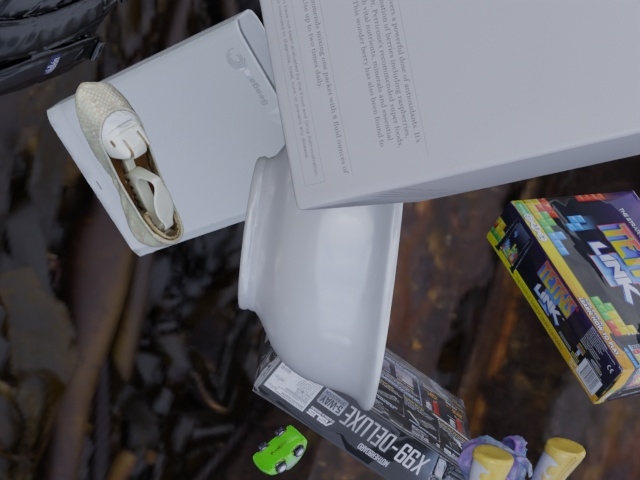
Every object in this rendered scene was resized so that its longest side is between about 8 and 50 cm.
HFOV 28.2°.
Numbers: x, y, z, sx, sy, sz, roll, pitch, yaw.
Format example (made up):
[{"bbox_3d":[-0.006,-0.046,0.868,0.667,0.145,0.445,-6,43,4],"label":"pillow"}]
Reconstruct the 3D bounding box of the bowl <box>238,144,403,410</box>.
[{"bbox_3d":[0.000,0.000,1.165,0.298,0.134,0.297,7,90,-89],"label":"bowl"}]

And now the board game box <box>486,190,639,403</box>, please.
[{"bbox_3d":[0.233,0.040,1.008,0.141,0.170,0.048,-7,143,-33],"label":"board game box"}]

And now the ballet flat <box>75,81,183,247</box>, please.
[{"bbox_3d":[-0.164,-0.069,1.136,0.057,0.052,0.168,-39,119,-31],"label":"ballet flat"}]

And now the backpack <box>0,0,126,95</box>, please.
[{"bbox_3d":[-0.429,-0.277,1.491,0.273,0.290,0.355,42,48,0],"label":"backpack"}]

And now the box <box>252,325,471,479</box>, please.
[{"bbox_3d":[0.061,0.203,1.677,0.307,0.242,0.076,35,105,-11],"label":"box"}]

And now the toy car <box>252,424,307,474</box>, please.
[{"bbox_3d":[-0.025,0.340,2.266,0.225,0.239,0.053,-38,148,-20],"label":"toy car"}]

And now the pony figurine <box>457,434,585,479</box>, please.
[{"bbox_3d":[0.211,0.401,1.429,0.303,0.351,0.363,-31,135,-63],"label":"pony figurine"}]

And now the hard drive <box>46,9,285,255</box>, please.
[{"bbox_3d":[-0.142,-0.107,1.388,0.203,0.308,0.040,59,41,-16],"label":"hard drive"}]

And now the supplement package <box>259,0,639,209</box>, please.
[{"bbox_3d":[0.135,-0.132,0.770,0.175,0.293,0.177,-6,86,-56],"label":"supplement package"}]
